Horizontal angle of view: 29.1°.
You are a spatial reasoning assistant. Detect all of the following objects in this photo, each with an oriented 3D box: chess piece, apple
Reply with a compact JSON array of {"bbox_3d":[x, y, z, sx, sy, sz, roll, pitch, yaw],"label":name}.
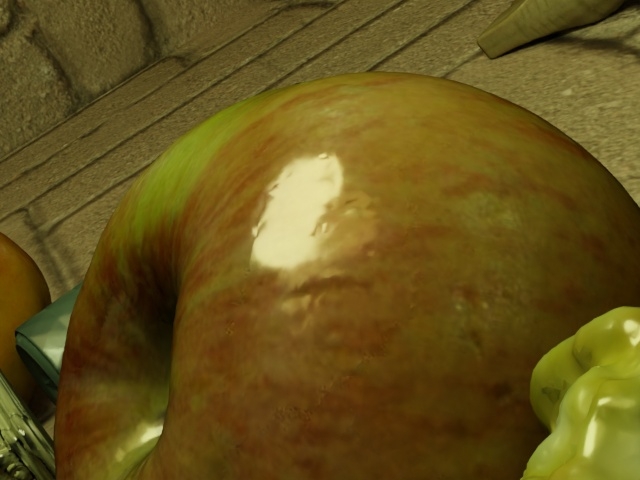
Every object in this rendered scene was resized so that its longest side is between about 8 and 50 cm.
[{"bbox_3d":[0.343,-0.339,1.661,0.301,0.137,0.137,-25,19,43],"label":"chess piece"},{"bbox_3d":[0.034,0.099,0.724,0.400,0.333,0.400,-28,57,53],"label":"apple"}]

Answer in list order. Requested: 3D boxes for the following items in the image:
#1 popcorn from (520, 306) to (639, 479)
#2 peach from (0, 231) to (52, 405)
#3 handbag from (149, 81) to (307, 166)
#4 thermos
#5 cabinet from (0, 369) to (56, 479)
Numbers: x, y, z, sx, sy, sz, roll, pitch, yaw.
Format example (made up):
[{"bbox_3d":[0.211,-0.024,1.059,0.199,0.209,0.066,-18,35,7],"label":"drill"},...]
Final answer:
[{"bbox_3d":[0.209,0.188,0.428,0.293,0.292,0.334,-17,31,11],"label":"popcorn"},{"bbox_3d":[-0.457,0.108,1.458,0.289,0.289,0.308,-27,30,8],"label":"peach"},{"bbox_3d":[0.000,0.000,1.161,0.247,0.240,0.341,-32,21,-8],"label":"handbag"},{"bbox_3d":[-0.175,0.083,1.353,0.286,0.145,0.182,-37,54,-20],"label":"thermos"},{"bbox_3d":[-0.330,0.279,0.984,0.318,0.227,0.290,-36,23,-14],"label":"cabinet"}]
